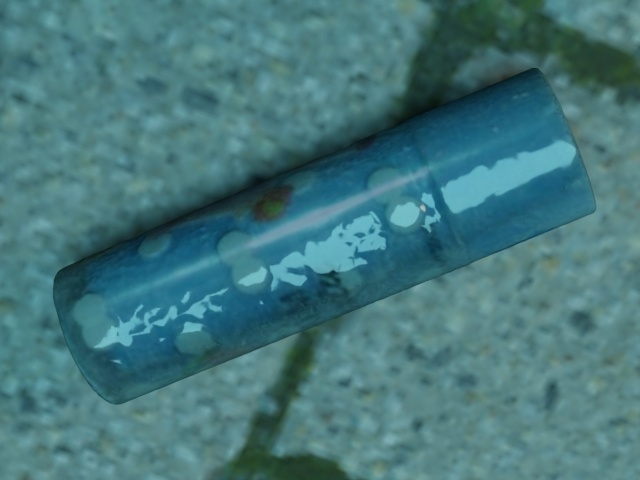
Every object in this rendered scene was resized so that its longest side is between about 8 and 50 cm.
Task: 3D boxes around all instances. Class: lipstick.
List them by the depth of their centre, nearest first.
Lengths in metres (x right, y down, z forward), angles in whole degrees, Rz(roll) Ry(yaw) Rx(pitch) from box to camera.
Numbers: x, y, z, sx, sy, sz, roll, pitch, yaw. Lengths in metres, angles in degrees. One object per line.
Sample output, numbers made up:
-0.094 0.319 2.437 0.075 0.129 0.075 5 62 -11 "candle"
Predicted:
0.000 0.000 0.371 0.158 0.048 0.048 -22 110 6 "lipstick"
